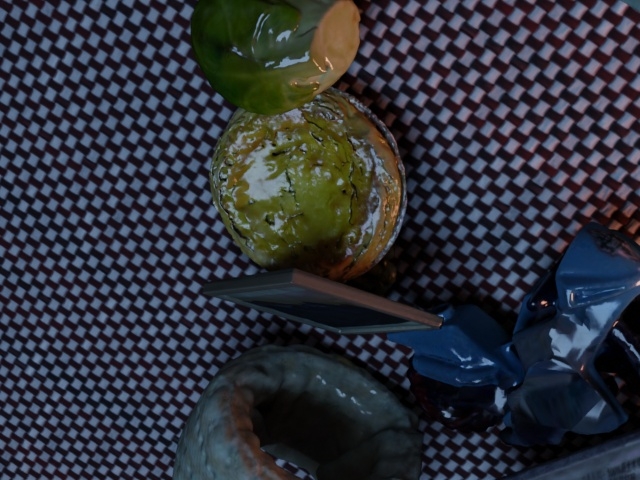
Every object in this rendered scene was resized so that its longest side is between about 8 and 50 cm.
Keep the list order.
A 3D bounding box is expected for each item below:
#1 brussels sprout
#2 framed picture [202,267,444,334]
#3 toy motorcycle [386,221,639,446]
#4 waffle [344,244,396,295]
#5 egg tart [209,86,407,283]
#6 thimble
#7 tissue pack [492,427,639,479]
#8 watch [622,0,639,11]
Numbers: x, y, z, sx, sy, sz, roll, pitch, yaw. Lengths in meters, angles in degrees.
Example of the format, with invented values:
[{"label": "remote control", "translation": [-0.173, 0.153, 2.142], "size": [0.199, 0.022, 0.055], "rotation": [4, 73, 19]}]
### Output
[{"label": "brussels sprout", "translation": [-0.048, -0.211, 1.928], "size": [0.180, 0.161, 0.144], "rotation": [25, 178, 36]}, {"label": "framed picture", "translation": [0.000, 0.072, 2.084], "size": [0.192, 0.018, 0.265], "rotation": [17, 169, -21]}, {"label": "toy motorcycle", "translation": [0.247, 0.099, 2.037], "size": [0.416, 0.172, 0.232], "rotation": [-10, 114, 44]}, {"label": "waffle", "translation": [0.000, 0.000, 2.145], "size": [0.183, 0.036, 0.169], "rotation": [-5, 122, 28]}, {"label": "egg tart", "translation": [-0.008, -0.063, 2.037], "size": [0.234, 0.094, 0.234], "rotation": [7, 108, 24]}, {"label": "thimble", "translation": [-0.021, 0.273, 2.221], "size": [0.291, 0.291, 0.195], "rotation": [29, 132, 2]}, {"label": "tissue pack", "translation": [0.359, 0.317, 2.081], "size": [0.394, 0.124, 0.288], "rotation": [-25, 148, 38]}, {"label": "watch", "translation": [0.352, -0.290, 1.652], "size": [0.241, 0.161, 0.253], "rotation": [-31, 85, 40]}]
